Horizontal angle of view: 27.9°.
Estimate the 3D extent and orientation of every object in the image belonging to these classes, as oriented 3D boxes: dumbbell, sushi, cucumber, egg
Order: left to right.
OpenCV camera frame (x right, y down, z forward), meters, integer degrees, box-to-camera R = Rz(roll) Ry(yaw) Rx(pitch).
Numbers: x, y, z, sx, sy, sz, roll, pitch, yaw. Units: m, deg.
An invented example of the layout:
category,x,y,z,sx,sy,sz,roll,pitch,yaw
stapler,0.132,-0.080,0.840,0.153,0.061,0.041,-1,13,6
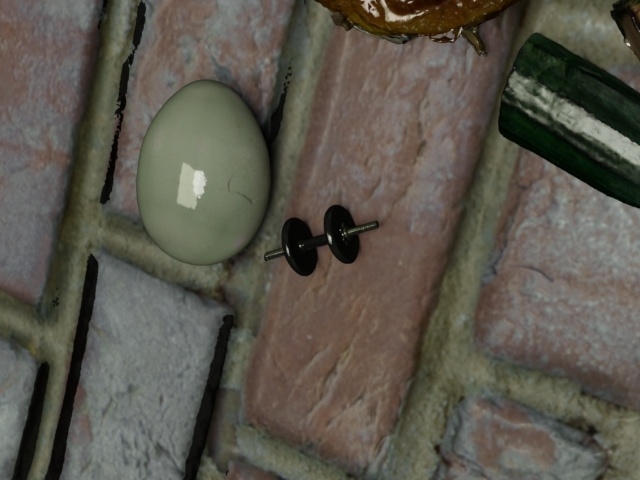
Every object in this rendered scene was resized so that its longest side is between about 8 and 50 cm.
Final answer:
category,x,y,z,sx,sy,sz,roll,pitch,yaw
egg,-0.131,-0.076,1.446,0.151,0.151,0.209,8,98,23
dumbbell,0.000,0.000,1.447,0.147,0.069,0.069,-16,94,26
sushi,0.118,-0.284,1.260,0.296,0.179,0.167,-24,99,7
cucumber,0.291,-0.103,1.300,0.243,0.063,0.115,30,112,15

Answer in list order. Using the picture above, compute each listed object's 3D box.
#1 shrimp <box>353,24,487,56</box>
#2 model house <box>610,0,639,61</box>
category,x,y,z,sx,sy,sz,roll,pitch,yaw
shrimp,0.084,-0.258,1.369,0.223,0.047,0.126,45,119,13
model house,0.380,-0.190,1.170,0.172,0.183,0.166,-29,87,12
